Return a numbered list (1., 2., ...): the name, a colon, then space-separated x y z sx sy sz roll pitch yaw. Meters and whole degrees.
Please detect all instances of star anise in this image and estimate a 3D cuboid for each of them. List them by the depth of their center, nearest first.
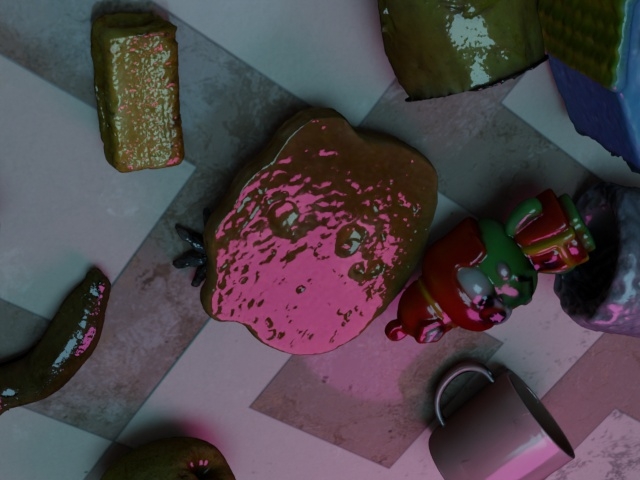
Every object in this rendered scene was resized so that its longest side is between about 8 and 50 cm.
1. star anise: -0.161 0.021 1.340 0.141 0.042 0.141 -6 121 -10

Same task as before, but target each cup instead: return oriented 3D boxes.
1. cup: 0.297 0.344 1.586 0.200 0.191 0.253 -39 92 12

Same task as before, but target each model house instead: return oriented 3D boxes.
1. model house: 0.427 -0.280 1.215 0.215 0.237 0.303 -35 120 4

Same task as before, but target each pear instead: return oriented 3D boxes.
1. pear: -0.247 0.426 1.464 0.228 0.188 0.211 34 109 -27

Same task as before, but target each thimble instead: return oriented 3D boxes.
1. thimble: 0.492 0.032 1.423 0.157 0.217 0.245 9 103 -20

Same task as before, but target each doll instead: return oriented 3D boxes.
1. doll: 0.253 0.052 1.402 0.363 0.160 0.182 -36 137 10

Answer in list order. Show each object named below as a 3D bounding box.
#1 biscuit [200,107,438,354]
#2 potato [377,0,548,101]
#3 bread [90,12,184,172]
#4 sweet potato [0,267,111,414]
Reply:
1. biscuit: -0.001 -0.001 1.342 0.365 0.062 0.385 22 108 -36
2. potato: 0.172 -0.328 1.151 0.229 0.229 0.266 -19 107 -4
3. bread: -0.241 -0.194 1.167 0.114 0.083 0.211 -7 121 -18
4. sweet potato: -0.408 0.163 1.329 0.112 0.085 0.286 38 104 -25
